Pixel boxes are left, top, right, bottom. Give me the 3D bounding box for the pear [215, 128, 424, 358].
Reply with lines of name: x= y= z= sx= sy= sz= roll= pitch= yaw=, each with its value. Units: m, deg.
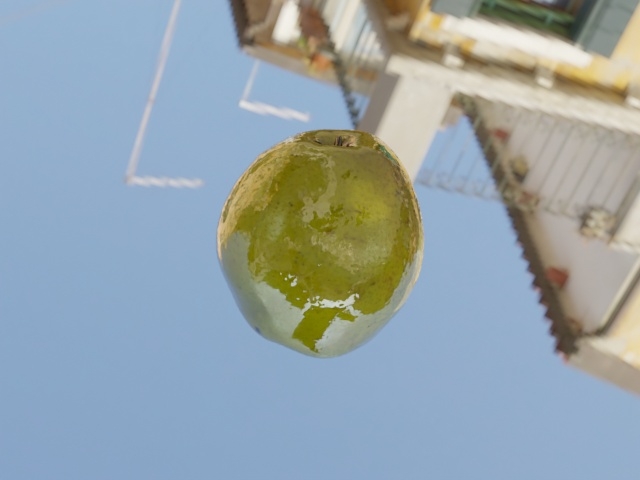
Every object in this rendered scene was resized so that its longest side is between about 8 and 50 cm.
pear: x=0.000 y=0.000 z=1.252 sx=0.198 sy=0.198 sz=0.198 roll=15 pitch=-144 yaw=-11
